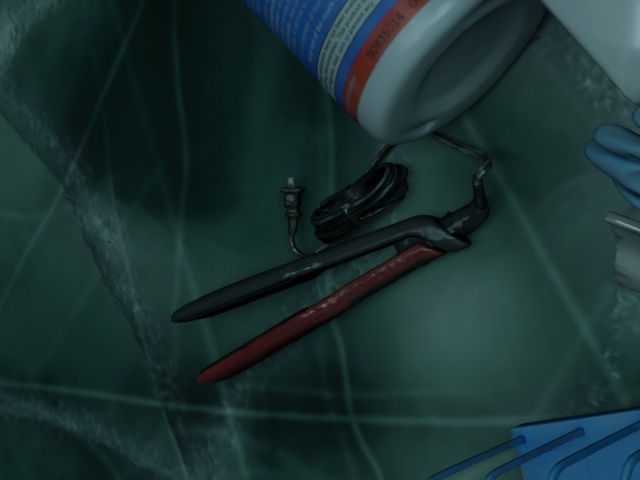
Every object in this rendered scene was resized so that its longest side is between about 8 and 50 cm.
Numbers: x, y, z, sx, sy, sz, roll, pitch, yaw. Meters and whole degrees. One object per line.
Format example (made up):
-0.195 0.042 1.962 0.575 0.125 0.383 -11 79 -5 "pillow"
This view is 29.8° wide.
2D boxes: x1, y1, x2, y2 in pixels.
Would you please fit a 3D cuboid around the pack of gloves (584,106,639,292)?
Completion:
0.213 0.031 0.483 0.232 0.195 0.046 20 75 28 "pack of gloves"

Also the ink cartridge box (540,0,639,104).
0.198 -0.282 0.467 0.395 0.166 0.285 -46 70 28 "ink cartridge box"

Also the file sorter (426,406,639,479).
0.147 0.147 0.564 0.170 0.104 0.118 -19 86 45 "file sorter"

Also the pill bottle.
0.004 -0.166 0.626 0.221 0.124 0.124 48 117 17 "pill bottle"

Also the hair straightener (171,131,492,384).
0.000 0.000 0.692 0.230 0.047 0.089 -31 79 30 "hair straightener"
